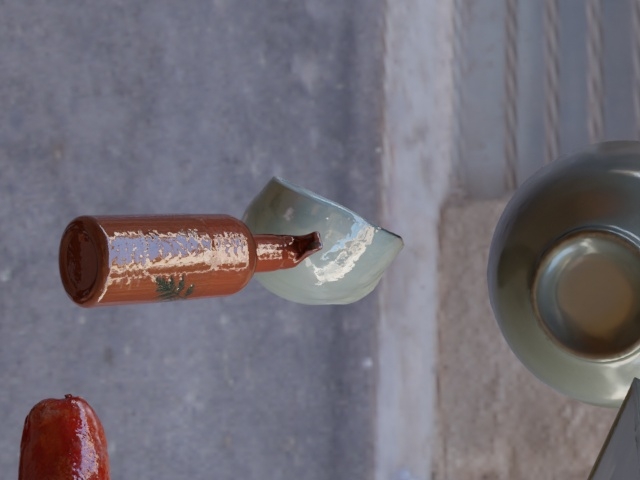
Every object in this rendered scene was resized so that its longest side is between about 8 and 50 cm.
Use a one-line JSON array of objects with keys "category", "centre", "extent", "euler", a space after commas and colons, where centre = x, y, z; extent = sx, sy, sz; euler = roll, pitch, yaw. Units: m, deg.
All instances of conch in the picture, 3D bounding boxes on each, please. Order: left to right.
[{"category": "conch", "centre": [0.000, 0.006, 1.465], "extent": [0.221, 0.185, 0.121], "euler": [43, 44, -72]}]

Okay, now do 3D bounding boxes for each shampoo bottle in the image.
[{"category": "shampoo bottle", "centre": [-0.115, 0.014, 1.236], "extent": [0.244, 0.085, 0.085], "euler": [-4, 88, -40]}]

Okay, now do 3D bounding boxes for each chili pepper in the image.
[{"category": "chili pepper", "centre": [-0.204, 0.182, 1.091], "extent": [0.070, 0.073, 0.123], "euler": [10, 53, -25]}]

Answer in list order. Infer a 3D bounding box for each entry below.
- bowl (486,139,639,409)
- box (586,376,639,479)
[{"category": "bowl", "centre": [0.292, 0.045, 1.370], "extent": [0.146, 0.289, 0.289], "euler": [-16, 99, -67]}, {"category": "box", "centre": [0.214, 0.189, 0.862], "extent": [0.225, 0.086, 0.129], "euler": [-47, 159, -75]}]
